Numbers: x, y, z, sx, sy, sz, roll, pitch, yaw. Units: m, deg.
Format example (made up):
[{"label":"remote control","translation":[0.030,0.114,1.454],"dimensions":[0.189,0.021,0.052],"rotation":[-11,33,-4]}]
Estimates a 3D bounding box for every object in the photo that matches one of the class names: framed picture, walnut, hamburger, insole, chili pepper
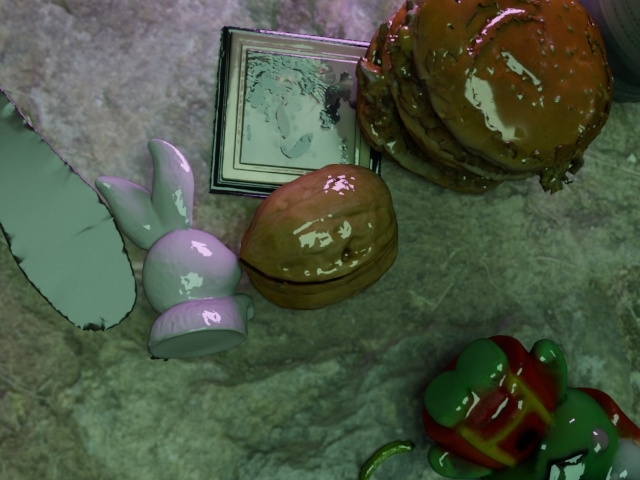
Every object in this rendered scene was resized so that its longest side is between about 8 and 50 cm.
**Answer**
[{"label":"framed picture","translation":[-0.021,-0.141,0.903],"dimensions":[0.199,0.010,0.195],"rotation":[4,86,-11]},{"label":"walnut","translation":[0.000,0.000,0.836],"dimensions":[0.180,0.144,0.144],"rotation":[-22,91,-21]},{"label":"hamburger","translation":[0.180,-0.163,0.849],"dimensions":[0.245,0.211,0.260],"rotation":[-29,89,-20]},{"label":"insole","translation":[-0.304,-0.048,0.845],"dimensions":[0.111,0.007,0.328],"rotation":[-36,94,-12]},{"label":"chili pepper","translation":[0.071,0.250,0.894],"dimensions":[0.083,0.017,0.030],"rotation":[-31,94,-12]}]

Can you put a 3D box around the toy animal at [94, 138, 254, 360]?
[{"label":"toy animal","translation":[-0.144,0.013,0.838],"dimensions":[0.104,0.131,0.221],"rotation":[-29,65,26]}]

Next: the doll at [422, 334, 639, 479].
[{"label":"doll","translation":[0.266,0.251,0.861],"dimensions":[0.363,0.160,0.182],"rotation":[42,88,-9]}]

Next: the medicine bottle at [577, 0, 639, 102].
[{"label":"medicine bottle","translation":[0.399,-0.276,0.852],"dimensions":[0.245,0.290,0.245],"rotation":[0,88,-10]}]
